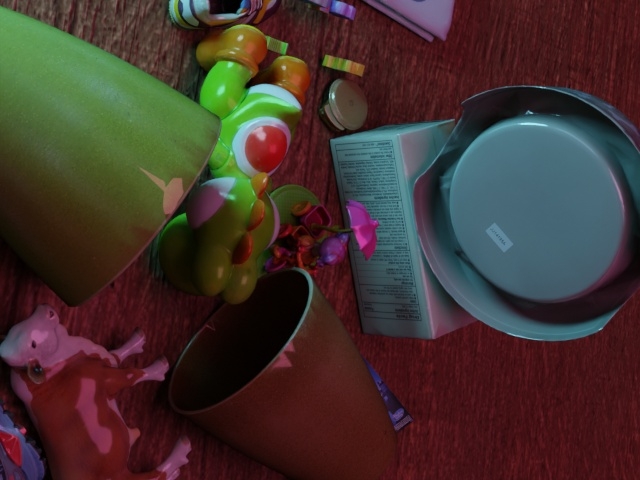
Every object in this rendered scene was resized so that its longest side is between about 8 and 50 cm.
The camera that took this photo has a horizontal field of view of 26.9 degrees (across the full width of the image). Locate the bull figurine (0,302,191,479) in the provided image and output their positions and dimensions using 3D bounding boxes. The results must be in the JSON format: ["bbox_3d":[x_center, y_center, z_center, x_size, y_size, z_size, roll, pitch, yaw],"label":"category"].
[{"bbox_3d":[-0.267,0.207,1.591,0.188,0.101,0.310,-19,105,-29],"label":"bull figurine"}]

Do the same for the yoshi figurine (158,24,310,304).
[{"bbox_3d":[-0.128,-0.078,1.720,0.203,0.203,0.362,87,11,-62],"label":"yoshi figurine"}]

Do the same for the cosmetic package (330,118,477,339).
[{"bbox_3d":[0.128,-0.017,1.936,0.129,0.153,0.296,-17,102,-41],"label":"cosmetic package"}]

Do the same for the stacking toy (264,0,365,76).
[{"bbox_3d":[0.007,-0.325,1.839,0.221,0.052,0.167,7,100,-54],"label":"stacking toy"}]

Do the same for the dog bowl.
[{"bbox_3d":[0.297,-0.045,1.776,0.102,0.348,0.349,-29,109,-53],"label":"dog bowl"}]

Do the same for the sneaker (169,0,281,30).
[{"bbox_3d":[-0.106,-0.313,1.764,0.185,0.084,0.070,-23,105,-40],"label":"sneaker"}]

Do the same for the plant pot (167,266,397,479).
[{"bbox_3d":[-0.025,0.207,1.710,0.254,0.237,0.237,48,59,-23],"label":"plant pot"}]

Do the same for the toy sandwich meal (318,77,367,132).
[{"bbox_3d":[0.034,-0.193,1.934,0.085,0.029,0.086,15,68,-41],"label":"toy sandwich meal"}]

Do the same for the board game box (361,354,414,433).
[{"bbox_3d":[0.010,0.220,1.876,0.194,0.060,0.194,-32,103,-30],"label":"board game box"}]

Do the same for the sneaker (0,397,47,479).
[{"bbox_3d":[-0.409,0.206,1.466,0.125,0.104,0.262,-48,120,-30],"label":"sneaker"}]

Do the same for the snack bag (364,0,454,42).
[{"bbox_3d":[0.110,-0.511,2.001,0.323,0.037,0.343,22,76,-41],"label":"snack bag"}]

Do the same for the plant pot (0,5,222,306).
[{"bbox_3d":[-0.310,-0.121,1.483,0.293,0.274,0.275,39,63,-18],"label":"plant pot"}]

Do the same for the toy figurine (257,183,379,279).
[{"bbox_3d":[0.000,0.000,1.810,0.173,0.159,0.130,-48,120,-31],"label":"toy figurine"}]
